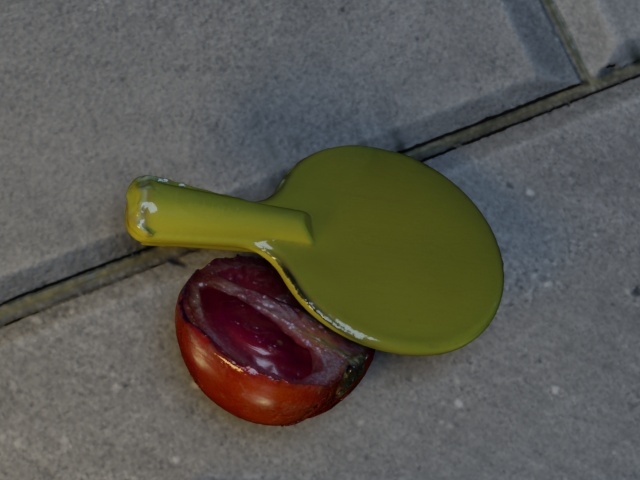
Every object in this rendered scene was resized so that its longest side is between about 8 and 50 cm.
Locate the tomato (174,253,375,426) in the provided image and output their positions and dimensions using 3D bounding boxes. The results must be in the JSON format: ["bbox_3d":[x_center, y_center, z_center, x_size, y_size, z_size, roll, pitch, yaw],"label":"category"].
[{"bbox_3d":[-0.051,0.099,1.518,0.173,0.099,0.189,32,29,14],"label":"tomato"}]

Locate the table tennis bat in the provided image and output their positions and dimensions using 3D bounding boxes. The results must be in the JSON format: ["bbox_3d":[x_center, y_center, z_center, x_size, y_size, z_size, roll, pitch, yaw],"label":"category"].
[{"bbox_3d":[0.000,0.000,1.539,0.368,0.054,0.224,8,53,-22],"label":"table tennis bat"}]
